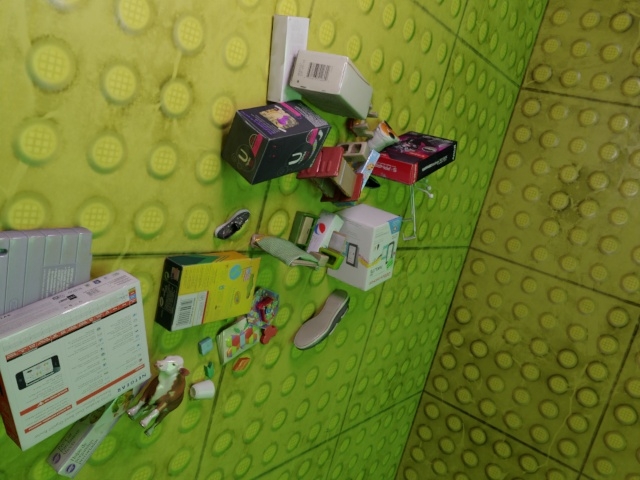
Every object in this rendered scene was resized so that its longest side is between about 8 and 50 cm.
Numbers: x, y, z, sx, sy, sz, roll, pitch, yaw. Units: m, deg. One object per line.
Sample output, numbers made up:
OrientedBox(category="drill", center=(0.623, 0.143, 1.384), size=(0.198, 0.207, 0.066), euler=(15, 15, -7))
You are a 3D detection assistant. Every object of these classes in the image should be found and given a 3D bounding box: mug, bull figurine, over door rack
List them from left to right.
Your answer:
OrientedBox(category="bull figurine", center=(-0.447, 0.435, 1.529), size=(0.188, 0.101, 0.310), euler=(-46, 167, -28))
OrientedBox(category="mug", center=(-0.388, 0.494, 1.767), size=(0.064, 0.062, 0.078), euler=(4, 99, -47))
OrientedBox(category="over door rack", center=(0.422, -0.191, 2.381), size=(0.239, 0.108, 0.324), euler=(-77, 172, -66))

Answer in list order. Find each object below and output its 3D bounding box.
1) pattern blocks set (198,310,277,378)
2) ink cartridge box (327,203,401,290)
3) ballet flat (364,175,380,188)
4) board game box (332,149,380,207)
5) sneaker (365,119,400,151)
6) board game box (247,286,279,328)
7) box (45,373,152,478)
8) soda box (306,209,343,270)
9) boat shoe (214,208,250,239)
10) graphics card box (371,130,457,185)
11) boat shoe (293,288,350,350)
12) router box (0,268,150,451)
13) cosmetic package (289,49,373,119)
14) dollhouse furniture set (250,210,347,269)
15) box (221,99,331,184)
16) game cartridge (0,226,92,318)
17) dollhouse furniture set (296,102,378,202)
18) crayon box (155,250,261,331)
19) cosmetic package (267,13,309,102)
OrientedBox(category="pattern blocks set", center=(-0.274, 0.331, 1.862), size=(0.325, 0.026, 0.285), euler=(-41, 138, -34))
OrientedBox(category="ink cartridge box", center=(0.171, 0.023, 2.157), size=(0.198, 0.197, 0.270), euler=(-21, 125, -47))
OrientedBox(category="ballet flat", center=(0.181, -0.236, 2.160), size=(0.173, 0.049, 0.057), euler=(-2, 109, -54))
OrientedBox(category="board game box", center=(0.129, -0.224, 2.009), size=(0.039, 0.160, 0.211), euler=(31, 81, -16))
OrientedBox(category="sneaker", center=(0.224, -0.388, 2.093), size=(0.121, 0.099, 0.262), euler=(-38, 177, 19))
OrientedBox(category="board game box", center=(-0.185, 0.240, 1.890), size=(0.169, 0.033, 0.133), euler=(34, 74, -56))
OrientedBox(category="box", center=(-0.588, 0.471, 1.464), size=(0.324, 0.067, 0.063), euler=(-54, 143, -19))
OrientedBox(category="soda box", center=(0.000, 0.000, 2.022), size=(0.216, 0.069, 0.074), euler=(-62, 146, -8))
OrientedBox(category="boat shoe", center=(-0.259, -0.045, 1.656), size=(0.142, 0.040, 0.049), euler=(-42, 138, -34))
OrientedBox(category="graphics card box", center=(0.363, -0.339, 2.193), size=(0.371, 0.233, 0.094), euler=(-28, 129, -43))
OrientedBox(category="boat shoe", center=(0.020, 0.339, 2.206), size=(0.335, 0.112, 0.095), euler=(-47, 137, -34))
OrientedBox(category="router box", center=(-0.568, 0.265, 1.258), size=(0.335, 0.082, 0.301), euler=(-26, 129, -45))
OrientedBox(category="cosmetic package", center=(0.042, -0.468, 1.665), size=(0.309, 0.160, 0.113), euler=(1, 104, -72))
OrientedBox(category="dollhouse furniture set", center=(-0.060, -0.008, 1.815), size=(0.302, 0.198, 0.151), euler=(9, 102, -57))
OrientedBox(category="box", center=(-0.124, -0.288, 1.573), size=(0.270, 0.143, 0.165), euler=(-25, 152, -46))
OrientedBox(category="game cartridge", center=(-0.637, 0.146, 1.219), size=(0.230, 0.068, 0.354), euler=(-9, 116, -57))
OrientedBox(category="dollhouse furniture set", center=(0.065, -0.335, 1.892), size=(0.201, 0.152, 0.374), euler=(43, 55, -54))
OrientedBox(category="crayon box", center=(-0.327, 0.143, 1.630), size=(0.319, 0.081, 0.202), euler=(-4, 111, -53))
OrientedBox(category="cosmetic package", center=(-0.096, -0.528, 1.592), size=(0.099, 0.060, 0.239), euler=(-23, 127, -52))
